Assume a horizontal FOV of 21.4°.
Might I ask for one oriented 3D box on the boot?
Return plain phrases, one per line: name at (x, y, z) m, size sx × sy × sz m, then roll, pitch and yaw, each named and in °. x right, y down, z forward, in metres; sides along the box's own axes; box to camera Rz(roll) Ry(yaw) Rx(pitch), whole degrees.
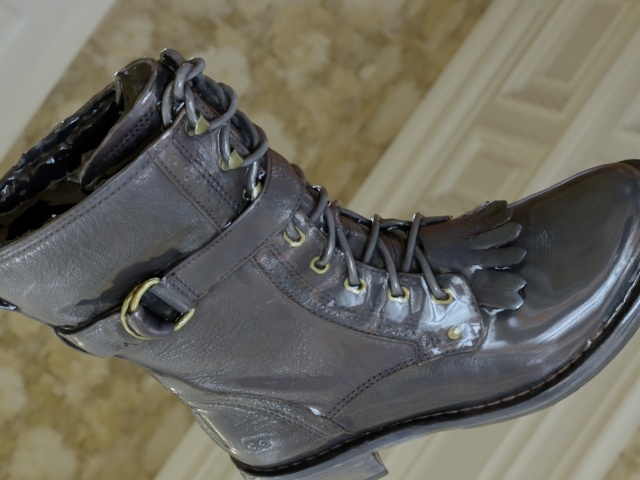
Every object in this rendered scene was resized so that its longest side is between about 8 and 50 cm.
boot at (0.000, 0.000, 0.701) m, size 0.229 × 0.263 × 0.091 m, roll 46°, pitch -164°, yaw -40°
